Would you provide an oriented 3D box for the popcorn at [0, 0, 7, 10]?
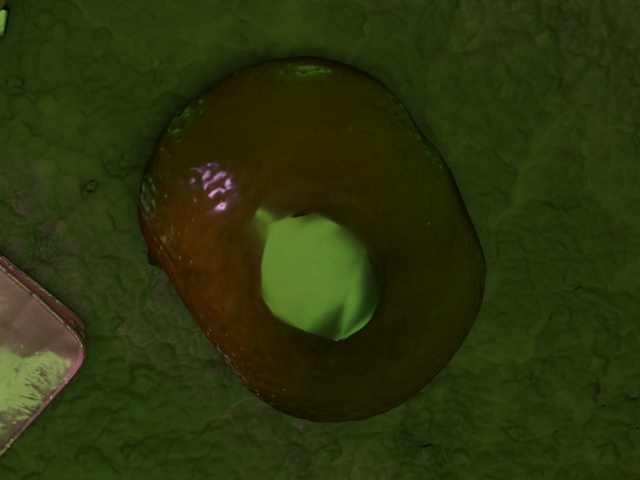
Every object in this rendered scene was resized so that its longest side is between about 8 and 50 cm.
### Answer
[{"bbox_3d":[-0.366,-0.265,1.560,0.332,0.225,0.265,-31,93,23],"label":"popcorn"}]

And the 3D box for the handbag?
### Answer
[{"bbox_3d":[-0.325,0.118,1.723,0.157,0.059,0.212,42,96,-14],"label":"handbag"}]

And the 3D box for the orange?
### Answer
[{"bbox_3d":[0.003,0.002,1.690,0.262,0.196,0.335,-31,98,-13],"label":"orange"}]

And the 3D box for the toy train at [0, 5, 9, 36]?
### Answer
[{"bbox_3d":[-0.310,-0.161,1.672,0.064,0.044,0.103,10,102,-19],"label":"toy train"}]
